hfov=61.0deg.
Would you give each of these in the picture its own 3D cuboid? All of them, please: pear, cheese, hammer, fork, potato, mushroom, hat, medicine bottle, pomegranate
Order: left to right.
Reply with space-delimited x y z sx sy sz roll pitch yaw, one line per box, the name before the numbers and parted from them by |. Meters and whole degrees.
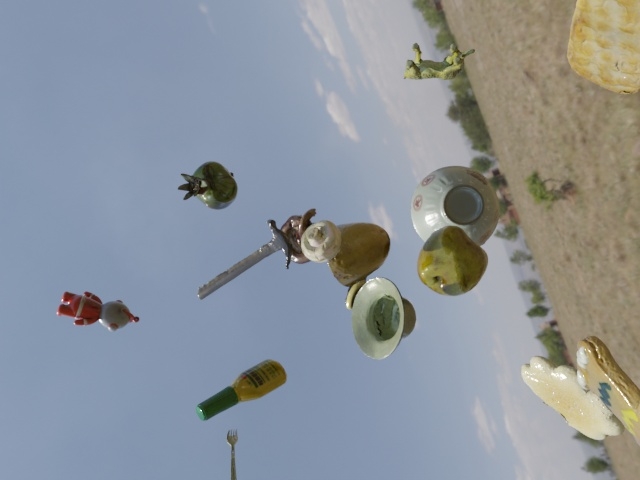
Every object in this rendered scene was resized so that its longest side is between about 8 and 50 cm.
pomegranate | -0.345 -0.170 1.669 0.152 0.131 0.191 42 -159 24
fork | -0.260 0.640 1.600 0.219 0.034 0.028 -103 13 -56
hammer | -0.194 0.066 1.330 0.125 0.297 0.027 59 -159 -2
medicine bottle | -0.211 0.403 1.460 0.261 0.095 0.064 -23 -44 -37
mushroom | -0.048 -0.018 1.514 0.135 0.170 0.080 32 -145 11
mushroom | 0.000 0.000 1.040 0.067 0.084 0.083 42 -147 -46
cheese | 0.136 0.153 1.816 0.036 0.087 0.162 -138 55 -63
potato | 0.112 0.022 1.472 0.203 0.158 0.178 32 -139 -55
hat | 0.222 0.245 1.710 0.130 0.257 0.257 8 -122 -34
pear | 0.377 0.064 1.565 0.200 0.200 0.200 55 -157 -37

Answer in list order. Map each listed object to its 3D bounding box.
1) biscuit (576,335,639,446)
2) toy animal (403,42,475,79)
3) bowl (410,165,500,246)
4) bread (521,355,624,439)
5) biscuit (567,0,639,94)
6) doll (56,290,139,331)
biscuit | 0.405 0.231 0.685 0.158 0.035 0.240 56 -177 -43
toy animal | 0.305 -0.455 1.418 0.136 0.182 0.073 41 -129 -74
bowl | 0.505 -0.119 1.982 0.157 0.338 0.337 42 -151 -86
bread | 0.600 0.374 1.295 0.251 0.039 0.181 43 156 14
biscuit | 0.371 -0.257 0.680 0.118 0.029 0.247 40 180 23
doll | -0.703 0.228 1.737 0.245 0.076 0.142 19 -143 -24
